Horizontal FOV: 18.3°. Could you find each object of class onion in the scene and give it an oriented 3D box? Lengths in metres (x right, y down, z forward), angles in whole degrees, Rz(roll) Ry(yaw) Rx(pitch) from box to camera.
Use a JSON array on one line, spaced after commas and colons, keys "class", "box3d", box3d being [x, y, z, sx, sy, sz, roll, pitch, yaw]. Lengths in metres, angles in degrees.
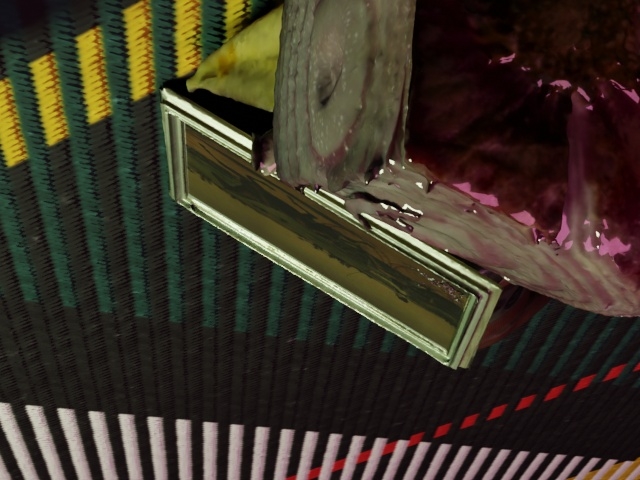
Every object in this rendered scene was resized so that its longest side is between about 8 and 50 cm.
[{"class": "onion", "box3d": [0.109, -0.096, 0.931, 0.230, 0.256, 0.272, 7, -161, -10]}]

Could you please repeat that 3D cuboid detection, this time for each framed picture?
[{"class": "framed picture", "box3d": [0.000, 0.000, 1.326, 0.252, 0.014, 0.197, 31, 164, 8]}]

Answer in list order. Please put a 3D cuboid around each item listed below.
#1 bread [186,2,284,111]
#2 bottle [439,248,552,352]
[{"class": "bread", "box3d": [0.056, -0.066, 1.213, 0.240, 0.135, 0.178, 4, 158, -42]}, {"class": "bottle", "box3d": [0.104, 0.008, 1.463, 0.156, 0.143, 0.271, 14, 163, 12]}]
